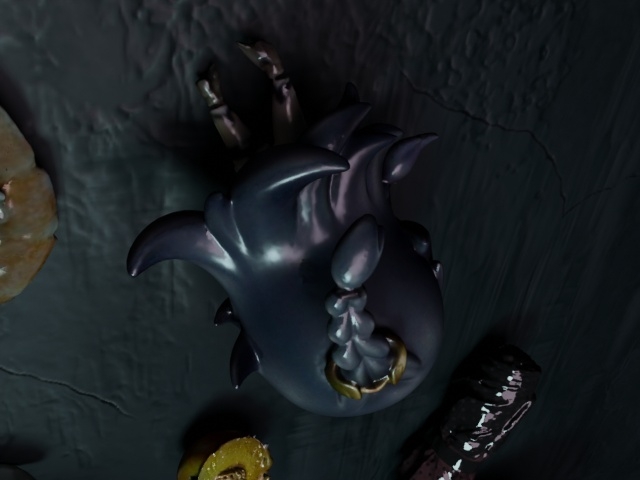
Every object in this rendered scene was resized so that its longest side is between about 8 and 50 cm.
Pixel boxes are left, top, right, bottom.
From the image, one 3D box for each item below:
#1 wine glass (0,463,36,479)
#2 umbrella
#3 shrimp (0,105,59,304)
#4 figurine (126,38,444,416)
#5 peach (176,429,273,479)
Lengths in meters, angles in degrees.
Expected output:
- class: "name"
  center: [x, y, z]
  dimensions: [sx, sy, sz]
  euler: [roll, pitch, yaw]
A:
- class: "wine glass"
  center: [-0.300, 0.267, 0.565]
  dimensions: [0.073, 0.073, 0.155]
  euler: [19, 111, -37]
- class: "umbrella"
  center: [0.151, 0.259, 0.791]
  dimensions: [0.326, 0.094, 0.090]
  euler: [-62, 172, 20]
- class: "shrimp"
  center: [-0.270, -0.054, 0.353]
  dimensions: [0.164, 0.062, 0.317]
  euler: [-40, 137, -2]
- class: "figurine"
  center: [-0.003, 0.013, 0.480]
  dimensions: [0.175, 0.197, 0.265]
  euler: [-12, 143, 28]
- class: "peach"
  center: [-0.096, 0.218, 0.645]
  dimensions: [0.098, 0.061, 0.098]
  euler: [-23, 125, -38]
